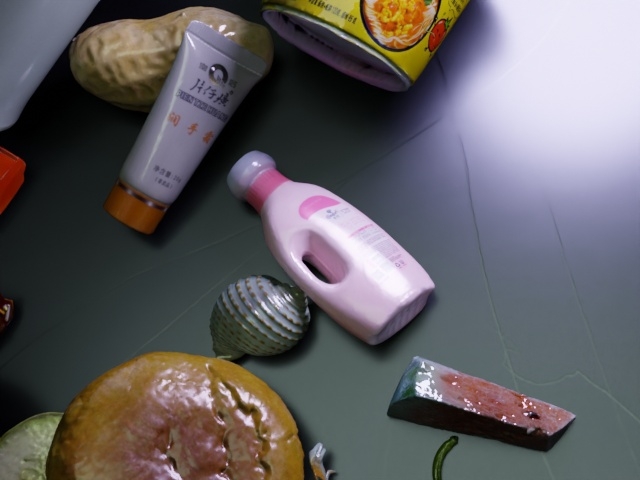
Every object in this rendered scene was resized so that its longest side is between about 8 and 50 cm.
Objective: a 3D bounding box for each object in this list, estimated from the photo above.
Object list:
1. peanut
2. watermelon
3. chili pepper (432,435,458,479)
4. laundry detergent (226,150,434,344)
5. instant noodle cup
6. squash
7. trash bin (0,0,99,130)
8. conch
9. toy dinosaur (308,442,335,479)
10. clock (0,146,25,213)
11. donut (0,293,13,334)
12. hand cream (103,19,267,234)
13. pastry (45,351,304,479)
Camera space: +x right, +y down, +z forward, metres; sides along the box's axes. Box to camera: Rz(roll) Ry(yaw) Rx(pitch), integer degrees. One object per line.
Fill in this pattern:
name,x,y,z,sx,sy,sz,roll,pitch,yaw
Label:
peanut,-0.226,-0.280,1.688,0.313,0.149,0.149,-10,72,2
watermelon,0.220,0.221,1.469,0.241,0.154,0.094,18,77,1
chili pepper,0.168,0.304,1.501,0.030,0.017,0.083,19,77,13
laundry detergent,0.000,0.000,1.577,0.335,0.088,0.159,41,54,19
instant noodle cup,0.076,-0.382,1.587,0.325,0.325,0.254,27,88,16
squash,-0.369,0.373,1.555,0.252,0.049,0.252,-2,73,8
trash bin,-0.483,-0.365,1.625,0.432,0.280,0.280,-46,70,20
conch,-0.092,0.102,1.567,0.153,0.102,0.135,-18,50,-3
toy dinosaur,0.008,0.367,1.461,0.044,0.106,0.187,-13,45,37
clock,-0.547,-0.108,1.729,0.155,0.061,0.113,30,80,20
donut,-0.585,0.079,1.657,0.216,0.096,0.230,-21,71,3
hand cream,-0.205,-0.160,1.635,0.314,0.139,0.089,-62,31,7
pastry,-0.188,0.308,1.464,0.356,0.164,0.356,2,68,-4
